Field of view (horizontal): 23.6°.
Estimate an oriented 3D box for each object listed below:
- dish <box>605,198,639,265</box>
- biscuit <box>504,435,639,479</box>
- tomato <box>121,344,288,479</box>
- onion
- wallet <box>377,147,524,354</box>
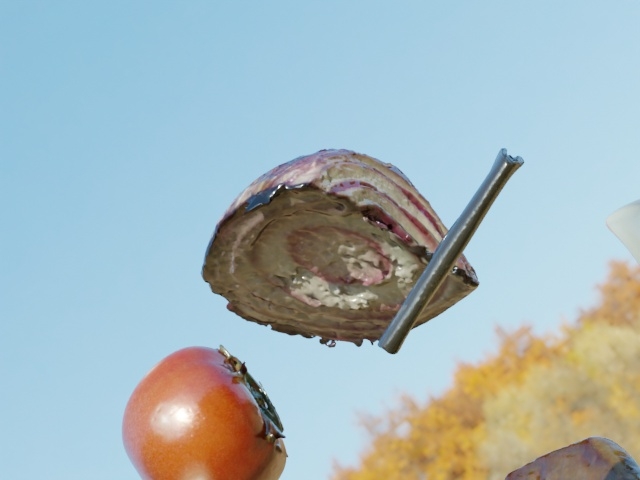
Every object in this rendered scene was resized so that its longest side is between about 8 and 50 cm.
[{"bbox_3d":[0.518,0.012,2.132,0.151,0.212,0.077,-18,-27,-26],"label":"dish"},{"bbox_3d":[0.225,0.355,1.371,0.046,0.359,0.359,11,-44,-23],"label":"biscuit"},{"bbox_3d":[-0.165,0.279,2.216,0.224,0.256,0.256,-38,-20,-3],"label":"tomato"},{"bbox_3d":[0.000,0.000,1.786,0.314,0.146,0.280,28,-40,-34],"label":"onion"},{"bbox_3d":[0.089,0.007,1.037,0.157,0.018,0.082,-58,-2,12],"label":"wallet"}]
